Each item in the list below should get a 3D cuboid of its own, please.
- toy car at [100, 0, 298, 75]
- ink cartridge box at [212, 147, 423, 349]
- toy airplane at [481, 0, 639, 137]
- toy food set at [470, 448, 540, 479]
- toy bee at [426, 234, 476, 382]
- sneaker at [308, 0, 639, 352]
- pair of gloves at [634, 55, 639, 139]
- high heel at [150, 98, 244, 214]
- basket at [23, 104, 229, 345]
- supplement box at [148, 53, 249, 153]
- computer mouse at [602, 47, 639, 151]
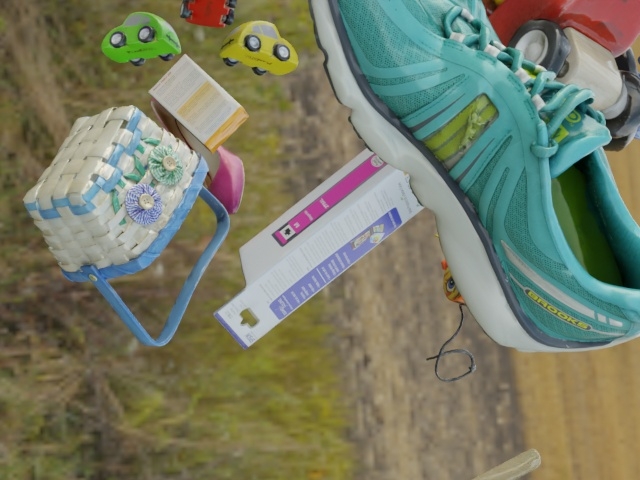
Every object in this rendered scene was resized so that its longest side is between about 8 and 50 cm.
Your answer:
[{"bbox_3d":[-0.165,-0.261,1.708,0.239,0.225,0.053,40,49,-60],"label":"toy car"},{"bbox_3d":[0.000,0.000,2.004,0.069,0.371,0.175,48,-5,24],"label":"ink cartridge box"},{"bbox_3d":[0.263,-0.312,1.217,0.272,0.385,0.386,-127,-158,-47],"label":"toy airplane"},{"bbox_3d":[0.236,0.327,1.522,0.192,0.132,0.038,55,-18,42],"label":"toy food set"},{"bbox_3d":[0.239,0.045,2.169,0.195,0.298,0.162,43,12,-32],"label":"toy bee"},{"bbox_3d":[0.095,-0.066,0.714,0.107,0.110,0.275,-42,105,-32],"label":"sneaker"},{"bbox_3d":[0.387,-0.187,1.470,0.159,0.023,0.198,25,99,-50],"label":"pair of gloves"},{"bbox_3d":[-0.197,-0.139,2.218,0.117,0.082,0.244,11,46,-32],"label":"high heel"},{"bbox_3d":[-0.259,-0.024,1.973,0.289,0.201,0.254,53,47,-38],"label":"basket"},{"bbox_3d":[-0.139,-0.156,1.592,0.098,0.062,0.036,44,-2,12],"label":"supplement box"},{"bbox_3d":[0.259,-0.167,1.444,0.272,0.072,0.188,-105,-168,-70],"label":"computer mouse"}]
